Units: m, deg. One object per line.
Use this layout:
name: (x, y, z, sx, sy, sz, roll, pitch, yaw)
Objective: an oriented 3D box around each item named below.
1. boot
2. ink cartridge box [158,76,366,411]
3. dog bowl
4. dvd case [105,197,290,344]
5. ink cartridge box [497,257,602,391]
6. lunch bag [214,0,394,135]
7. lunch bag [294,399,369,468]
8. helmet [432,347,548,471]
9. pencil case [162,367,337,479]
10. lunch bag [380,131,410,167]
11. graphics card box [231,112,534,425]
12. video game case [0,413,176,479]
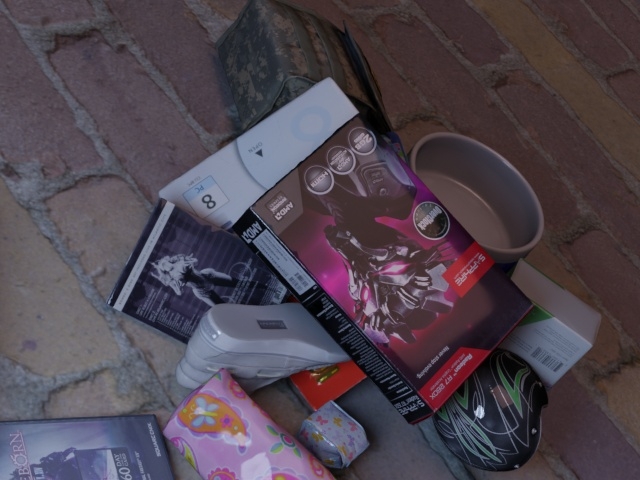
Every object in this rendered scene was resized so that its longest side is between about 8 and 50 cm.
boot: (-0.074, 0.154, 1.784, 0.258, 0.123, 0.095, 10, 39, -36)
ink cartridge box: (0.000, 0.000, 1.884, 0.308, 0.091, 0.385, -35, 72, -10)
dog bowl: (0.241, -0.052, 2.229, 0.265, 0.104, 0.265, 20, 42, -19)
dvd case: (-0.159, 0.064, 1.811, 0.221, 0.018, 0.164, 28, 83, -12)
ink cartridge box: (0.294, 0.154, 1.984, 0.154, 0.212, 0.093, 35, 36, -2)
lunch bag: (-0.002, -0.262, 2.211, 0.287, 0.169, 0.235, 15, 40, -35)
lunch bag: (0.017, 0.270, 1.793, 0.083, 0.053, 0.071, 37, 36, 15)
helmet: (0.240, 0.245, 1.898, 0.169, 0.169, 0.161, 37, 32, 0)
pencil case: (-0.065, 0.294, 1.660, 0.284, 0.124, 0.124, 43, 40, 6)
lunch bag: (0.103, -0.048, 2.070, 0.090, 0.176, 0.219, -11, 55, -9)
graphics card box: (0.088, 0.036, 1.793, 0.371, 0.094, 0.233, 48, 63, 0)
video game case: (-0.295, 0.298, 1.559, 0.274, 0.026, 0.196, 3, 50, -35)
